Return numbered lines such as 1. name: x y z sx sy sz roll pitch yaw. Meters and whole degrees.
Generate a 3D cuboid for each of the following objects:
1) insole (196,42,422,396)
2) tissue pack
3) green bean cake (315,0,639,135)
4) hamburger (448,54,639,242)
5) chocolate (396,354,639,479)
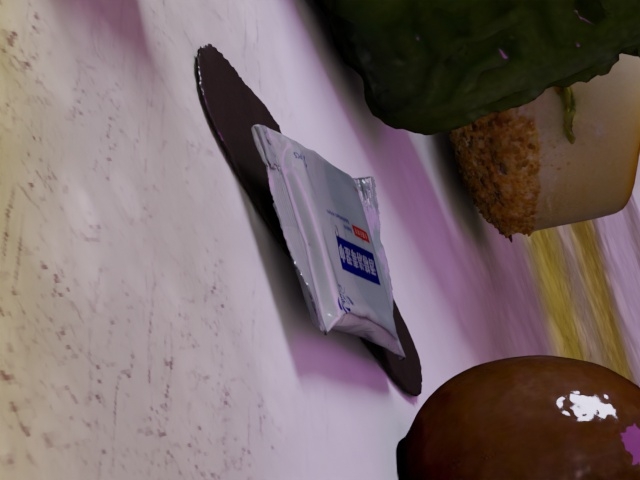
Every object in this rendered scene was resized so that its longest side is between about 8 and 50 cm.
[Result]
1. insole: 0.000 0.000 1.141 0.328 0.007 0.111 53 23 -46
2. tissue pack: 0.010 0.005 1.103 0.193 0.026 0.122 22 49 -70
3. green bean cake: 0.139 -0.263 1.372 0.319 0.335 0.218 58 16 -21
4. hamburger: 0.195 -0.148 1.682 0.276 0.179 0.294 -91 -178 -50
5. chocolate: 0.137 0.146 1.132 0.177 0.177 0.177 -21 90 -76
